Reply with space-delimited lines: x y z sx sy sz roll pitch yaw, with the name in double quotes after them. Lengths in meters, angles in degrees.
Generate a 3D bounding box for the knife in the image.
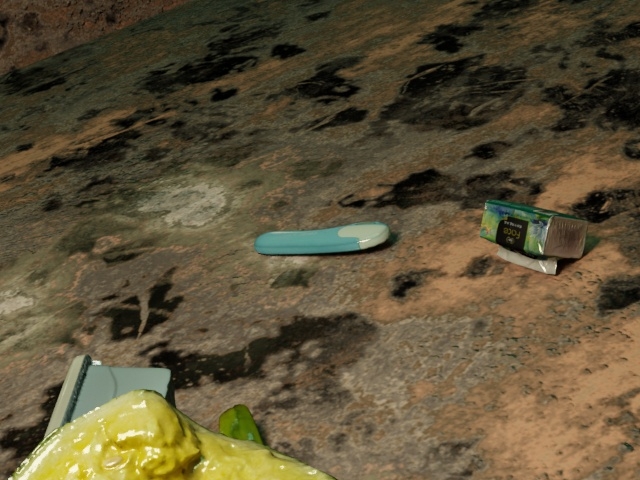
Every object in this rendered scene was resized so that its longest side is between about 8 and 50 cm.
0.000 0.000 1.624 0.222 0.031 0.064 -4 32 29 "knife"

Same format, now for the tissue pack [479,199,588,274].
0.273 -0.004 1.441 0.085 0.079 0.111 5 9 -41 "tissue pack"

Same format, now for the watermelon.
-0.116 0.299 0.928 0.331 0.189 0.330 -14 46 16 "watermelon"

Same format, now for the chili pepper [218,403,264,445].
-0.061 0.236 1.175 0.052 0.050 0.202 -11 21 -26 "chili pepper"

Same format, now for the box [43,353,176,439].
-0.218 0.234 1.149 0.130 0.162 0.227 -3 27 1 "box"
